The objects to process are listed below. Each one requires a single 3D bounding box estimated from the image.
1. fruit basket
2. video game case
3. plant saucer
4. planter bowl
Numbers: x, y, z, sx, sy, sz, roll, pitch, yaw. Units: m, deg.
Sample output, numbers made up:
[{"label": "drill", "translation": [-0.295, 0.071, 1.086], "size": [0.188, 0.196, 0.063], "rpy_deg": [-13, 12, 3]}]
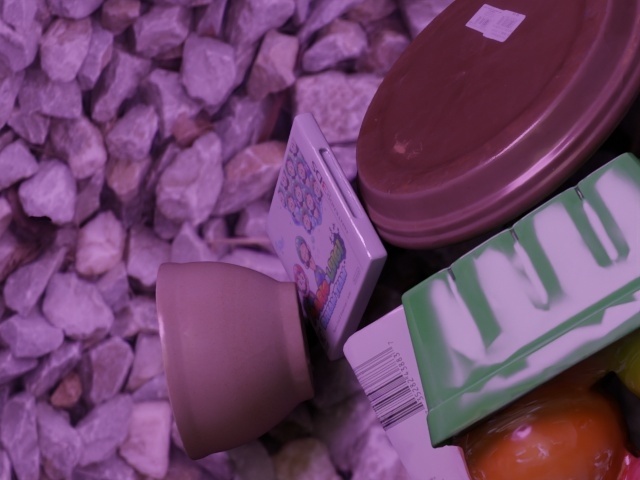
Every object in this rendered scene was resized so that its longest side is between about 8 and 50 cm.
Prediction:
[{"label": "fruit basket", "translation": [0.225, 0.138, 0.789], "size": [0.327, 0.165, 0.353], "rpy_deg": [-35, 77, 19]}, {"label": "video game case", "translation": [0.000, 0.000, 0.955], "size": [0.143, 0.019, 0.157], "rpy_deg": [63, 155, 27]}, {"label": "plant saucer", "translation": [0.125, -0.115, 0.877], "size": [0.278, 0.041, 0.278], "rpy_deg": [-36, 29, 24]}, {"label": "planter bowl", "translation": [-0.063, 0.090, 0.962], "size": [0.109, 0.162, 0.162], "rpy_deg": [-9, 71, 1]}]
